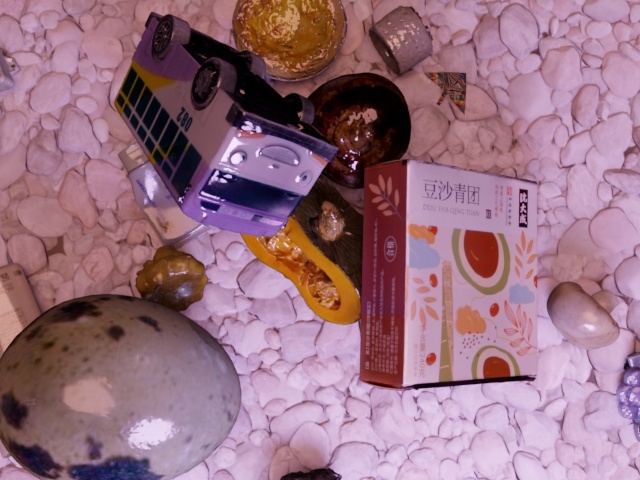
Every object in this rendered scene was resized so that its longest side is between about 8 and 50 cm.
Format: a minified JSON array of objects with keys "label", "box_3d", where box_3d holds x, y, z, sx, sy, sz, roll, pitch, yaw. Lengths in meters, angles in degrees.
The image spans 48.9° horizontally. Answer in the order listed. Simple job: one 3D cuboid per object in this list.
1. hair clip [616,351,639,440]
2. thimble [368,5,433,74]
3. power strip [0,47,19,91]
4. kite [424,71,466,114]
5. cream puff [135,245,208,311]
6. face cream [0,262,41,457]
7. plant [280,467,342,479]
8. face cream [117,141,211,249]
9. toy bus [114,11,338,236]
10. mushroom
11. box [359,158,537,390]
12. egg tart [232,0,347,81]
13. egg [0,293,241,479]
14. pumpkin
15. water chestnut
[{"label":"hair clip","box_3d":[0.650,0.314,1.402,0.124,0.052,0.195,-22,94,8]},{"label":"thimble","box_3d":[0.163,-0.405,1.421,0.090,0.102,0.115,-34,112,-2]},{"label":"power strip","box_3d":[-0.788,-0.309,1.437,0.338,0.058,0.098,-21,87,-1]},{"label":"kite","box_3d":[0.270,-0.319,1.463,0.122,0.004,0.090,41,87,3]},{"label":"cream puff","box_3d":[-0.298,0.070,1.383,0.146,0.146,0.116,-36,48,-2]},{"label":"face cream","box_3d":[-0.608,0.233,1.384,0.173,0.081,0.348,-25,86,-5]},{"label":"plant","box_3d":[-0.013,0.541,1.333,0.131,0.142,0.203,4,81,-15]},{"label":"face cream","box_3d":[-0.319,-0.095,1.425,0.114,0.070,0.224,-31,95,-2]},{"label":"toy bus","box_3d":[-0.185,-0.200,1.225,0.249,0.209,0.440,-59,44,18]},{"label":"mushroom","box_3d":[0.513,0.141,1.356,0.122,0.154,0.154,-37,87,3]},{"label":"box","box_3d":[0.244,0.068,1.292,0.344,0.122,0.385,5,85,-36]},{"label":"egg tart","box_3d":[-0.062,-0.433,1.428,0.234,0.094,0.234,0,89,0]},{"label":"egg","box_3d":[-0.353,0.272,1.253,0.428,0.345,0.345,12,85,-26]},{"label":"pumpkin","box_3d":[0.000,0.000,1.322,0.317,0.222,0.139,47,47,6]},{"label":"water chestnut","box_3d":[0.065,-0.217,1.363,0.223,0.238,0.224,-8,124,-13]}]
